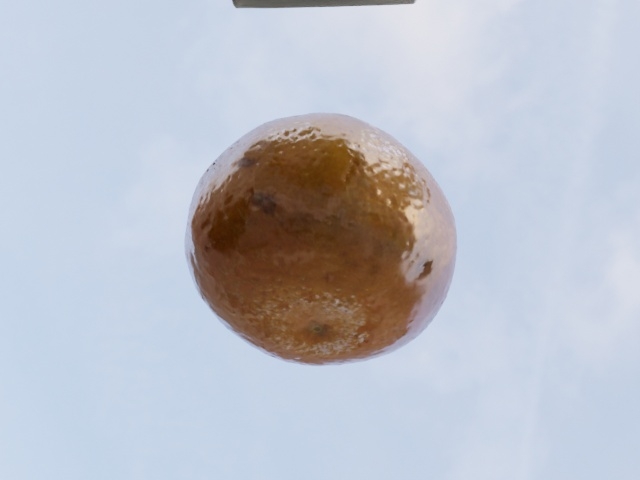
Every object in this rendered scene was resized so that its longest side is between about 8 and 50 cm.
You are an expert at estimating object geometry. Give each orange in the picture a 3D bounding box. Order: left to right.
[{"bbox_3d":[0.000,0.000,0.843,0.224,0.170,0.224,4,-38,4],"label":"orange"}]

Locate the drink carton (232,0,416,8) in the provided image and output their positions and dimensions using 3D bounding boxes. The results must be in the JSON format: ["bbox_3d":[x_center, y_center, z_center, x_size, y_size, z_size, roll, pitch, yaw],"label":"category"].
[{"bbox_3d":[0.054,-0.269,0.680,0.131,0.315,0.106,5,-48,32],"label":"drink carton"}]
